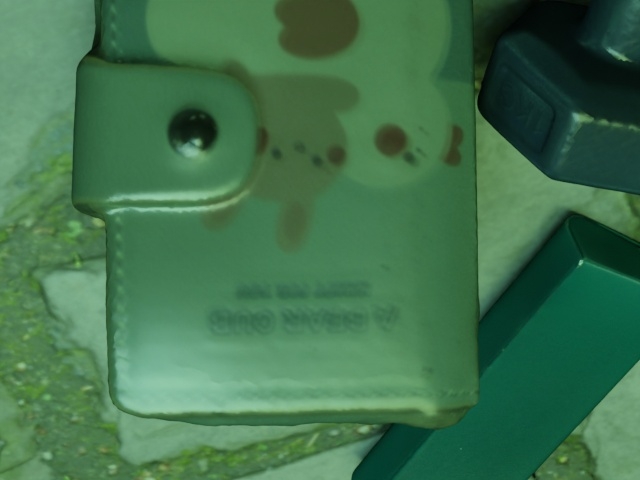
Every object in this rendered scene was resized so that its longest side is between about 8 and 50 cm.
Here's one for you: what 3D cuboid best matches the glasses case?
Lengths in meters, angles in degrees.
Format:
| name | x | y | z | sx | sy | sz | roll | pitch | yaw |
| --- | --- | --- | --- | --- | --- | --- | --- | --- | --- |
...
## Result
| name | x | y | z | sx | sy | sz | roll | pitch | yaw |
| --- | --- | --- | --- | --- | --- | --- | --- | --- | --- |
| glasses case | 0.150 | 0.115 | 1.252 | 0.117 | 0.070 | 0.301 | 21 | 122 | -28 |

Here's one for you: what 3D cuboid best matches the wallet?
| name | x | y | z | sx | sy | sz | roll | pitch | yaw |
| --- | --- | --- | --- | --- | --- | --- | --- | --- | --- |
| wallet | -0.028 | -0.061 | 0.985 | 0.252 | 0.083 | 0.360 | -1 | 91 | -1 |

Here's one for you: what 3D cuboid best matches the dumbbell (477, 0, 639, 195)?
| name | x | y | z | sx | sy | sz | roll | pitch | yaw |
| --- | --- | --- | --- | --- | --- | --- | --- | --- | --- |
| dumbbell | 0.213 | -0.187 | 0.971 | 0.160 | 0.144 | 0.325 | 11 | 127 | -12 |
